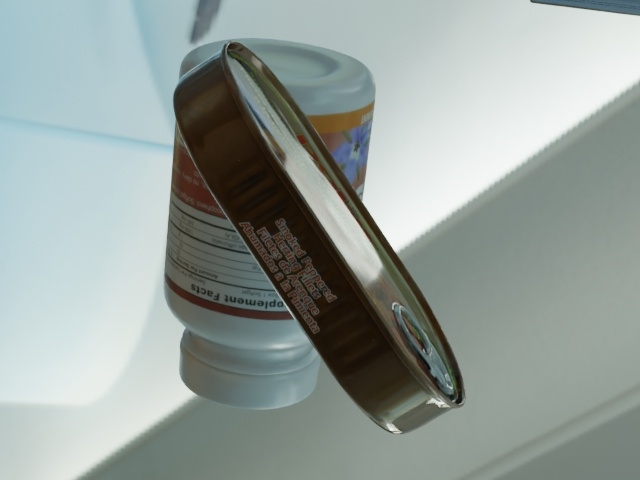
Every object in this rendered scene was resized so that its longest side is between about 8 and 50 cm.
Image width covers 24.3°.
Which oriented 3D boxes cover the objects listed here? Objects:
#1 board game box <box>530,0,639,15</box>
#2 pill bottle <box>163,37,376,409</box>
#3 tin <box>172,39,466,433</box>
[{"bbox_3d":[0.274,-0.216,1.048,0.281,0.145,0.027,13,-129,28],"label":"board game box"},{"bbox_3d":[-0.036,-0.009,0.933,0.121,0.121,0.216,36,-54,49],"label":"pill bottle"},{"bbox_3d":[0.000,0.000,0.655,0.040,0.106,0.189,-32,-86,17],"label":"tin"}]
